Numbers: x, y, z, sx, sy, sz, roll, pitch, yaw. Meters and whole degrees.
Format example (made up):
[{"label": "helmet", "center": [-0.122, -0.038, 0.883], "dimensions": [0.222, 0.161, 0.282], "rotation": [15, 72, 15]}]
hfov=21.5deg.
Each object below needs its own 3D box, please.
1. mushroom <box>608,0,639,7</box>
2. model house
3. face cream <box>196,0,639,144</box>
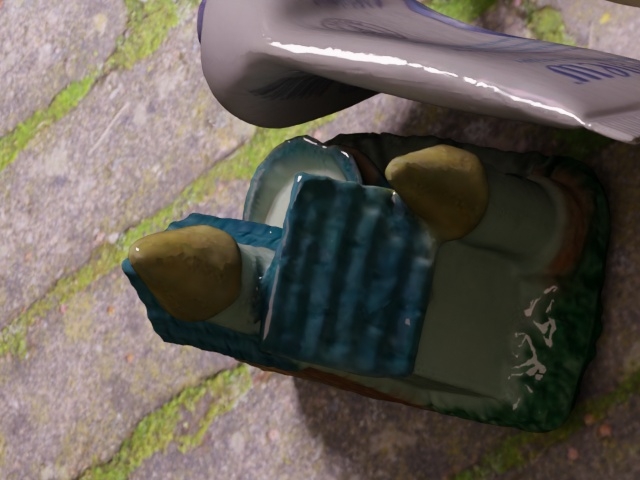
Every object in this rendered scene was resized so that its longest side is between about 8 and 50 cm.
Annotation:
[{"label": "mushroom", "center": [0.311, -0.183, 0.878], "dimensions": [0.325, 0.353, 0.353], "rotation": [40, 103, 38]}, {"label": "model house", "center": [0.000, 0.000, 1.101], "dimensions": [0.267, 0.325, 0.194], "rotation": [9, 86, 39]}, {"label": "face cream", "center": [0.084, -0.111, 1.118], "dimensions": [0.420, 0.234, 0.137], "rotation": [18, 105, 37]}]
